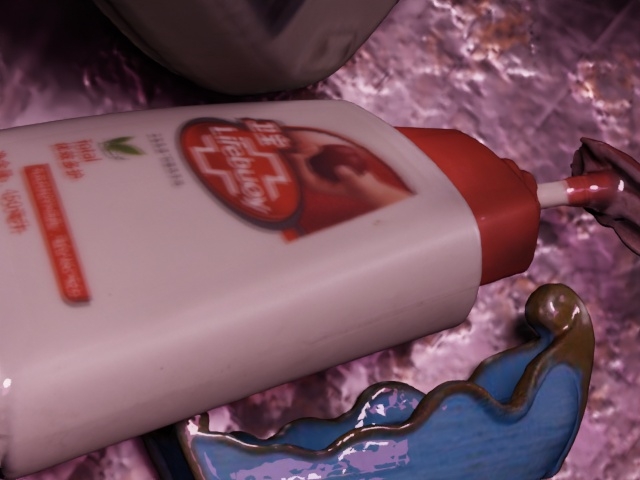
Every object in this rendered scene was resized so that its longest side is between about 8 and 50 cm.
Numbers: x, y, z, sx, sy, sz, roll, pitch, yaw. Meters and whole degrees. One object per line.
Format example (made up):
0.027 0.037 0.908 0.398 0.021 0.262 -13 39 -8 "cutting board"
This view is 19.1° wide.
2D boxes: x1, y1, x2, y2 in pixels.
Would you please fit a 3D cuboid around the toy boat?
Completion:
0.025 0.064 0.738 0.185 0.075 0.077 -7 91 -18 "toy boat"

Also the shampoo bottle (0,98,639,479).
0.000 0.000 0.717 0.284 0.071 0.153 -11 40 -17 "shampoo bottle"

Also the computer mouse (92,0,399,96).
-0.023 -0.163 0.646 0.095 0.331 0.197 38 82 18 "computer mouse"
